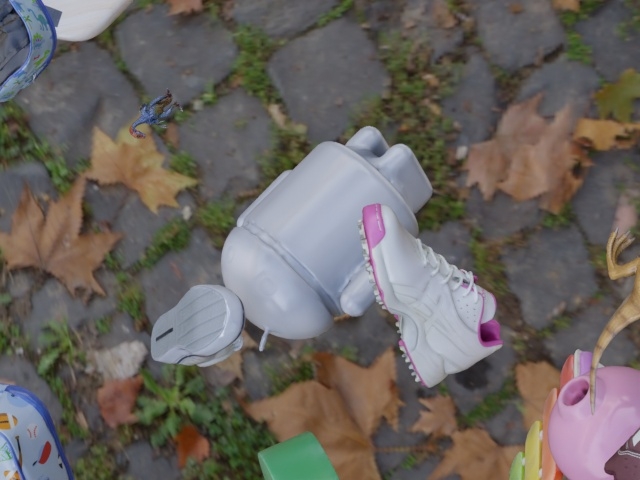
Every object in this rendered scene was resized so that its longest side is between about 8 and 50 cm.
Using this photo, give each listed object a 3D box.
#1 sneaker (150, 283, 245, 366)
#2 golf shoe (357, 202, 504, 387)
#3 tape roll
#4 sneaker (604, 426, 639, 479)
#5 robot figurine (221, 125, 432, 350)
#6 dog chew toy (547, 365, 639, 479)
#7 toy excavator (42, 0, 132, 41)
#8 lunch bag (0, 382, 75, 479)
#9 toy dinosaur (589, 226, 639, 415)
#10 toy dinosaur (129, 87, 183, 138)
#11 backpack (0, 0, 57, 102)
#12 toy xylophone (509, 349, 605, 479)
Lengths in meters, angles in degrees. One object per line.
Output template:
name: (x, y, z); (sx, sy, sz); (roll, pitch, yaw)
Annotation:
sneaker: (-0.142, 0.113, 1.680); (0.091, 0.258, 0.094); (6, 77, -25)
golf shoe: (0.141, 0.056, 1.614); (0.140, 0.115, 0.306); (-18, 133, 10)
tape roll: (0.013, 0.408, 1.638); (0.077, 0.321, 0.321); (-21, 102, -9)
sneaker: (0.337, 0.266, 1.034); (0.106, 0.162, 0.281); (-7, 57, -47)
robot figurine: (0.000, 0.000, 1.829); (0.353, 0.300, 0.200); (-45, 132, -10)
dog chew toy: (0.353, 0.252, 1.294); (0.332, 0.206, 0.206); (43, 85, -24)
toy excavator: (-0.442, -0.296, 1.693); (0.445, 0.222, 0.433); (19, 90, 1)
lunch bag: (-0.515, 0.314, 1.850); (0.303, 0.115, 0.243); (4, 128, 24)
toy dinosaur: (0.294, 0.047, 1.147); (0.211, 0.112, 0.064); (-39, 130, 19)
toy dinosaur: (-0.238, -0.175, 1.814); (0.082, 0.090, 0.047); (-36, 96, -5)
backpack: (-0.323, -0.205, 1.293); (0.114, 0.084, 0.105); (-34, 88, 32)
toy xylophone: (0.287, 0.301, 1.576); (0.081, 0.236, 0.323); (22, 115, -3)
